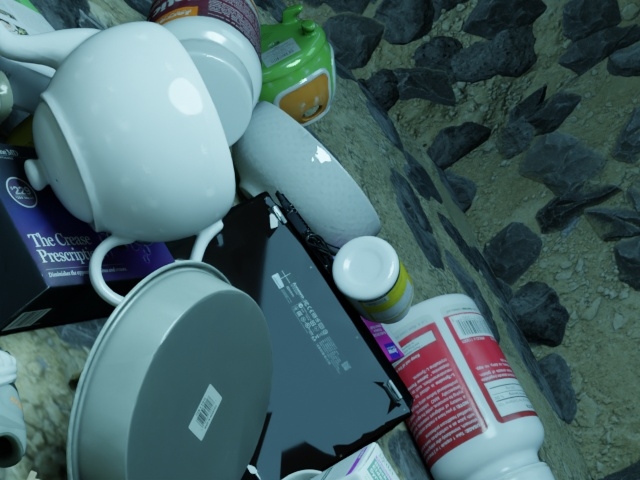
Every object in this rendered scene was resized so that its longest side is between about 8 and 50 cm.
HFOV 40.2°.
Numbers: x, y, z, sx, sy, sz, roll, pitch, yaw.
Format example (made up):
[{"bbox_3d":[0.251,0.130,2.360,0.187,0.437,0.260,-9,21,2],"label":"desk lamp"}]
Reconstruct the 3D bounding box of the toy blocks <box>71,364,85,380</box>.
[{"bbox_3d":[-0.199,0.193,0.976,0.148,0.054,0.123,57,17,6],"label":"toy blocks"}]

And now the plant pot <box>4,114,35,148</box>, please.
[{"bbox_3d":[-0.351,-0.115,1.107,0.081,0.081,0.083,48,25,-21],"label":"plant pot"}]

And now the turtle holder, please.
[{"bbox_3d":[-0.096,-0.402,2.092,0.320,0.243,0.227,17,-35,47],"label":"turtle holder"}]

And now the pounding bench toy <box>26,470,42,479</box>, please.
[{"bbox_3d":[-0.244,0.255,0.762,0.065,0.083,0.052,19,23,-7],"label":"pounding bench toy"}]

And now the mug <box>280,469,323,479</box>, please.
[{"bbox_3d":[0.000,0.384,1.083,0.113,0.150,0.169,34,-14,45],"label":"mug"}]

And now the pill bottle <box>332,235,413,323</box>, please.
[{"bbox_3d":[0.089,0.070,1.369,0.103,0.103,0.184,64,5,26],"label":"pill bottle"}]

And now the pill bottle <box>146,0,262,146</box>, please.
[{"bbox_3d":[-0.218,-0.326,1.586,0.224,0.224,0.392,45,20,-28],"label":"pill bottle"}]

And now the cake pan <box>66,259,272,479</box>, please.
[{"bbox_3d":[-0.135,0.168,0.886,0.293,0.054,0.293,-33,128,-56],"label":"cake pan"}]

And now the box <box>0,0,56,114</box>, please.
[{"bbox_3d":[-0.412,-0.260,1.072,0.232,0.058,0.322,20,23,-52],"label":"box"}]

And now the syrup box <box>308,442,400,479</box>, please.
[{"bbox_3d":[-0.019,0.317,0.913,0.093,0.237,0.096,57,18,3],"label":"syrup box"}]

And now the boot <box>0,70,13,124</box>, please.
[{"bbox_3d":[-0.432,-0.114,0.858,0.208,0.190,0.076,-19,77,-44],"label":"boot"}]

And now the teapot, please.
[{"bbox_3d":[-0.216,-0.093,0.926,0.256,0.187,0.252,47,-26,42],"label":"teapot"}]

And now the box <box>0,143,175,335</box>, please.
[{"bbox_3d":[-0.301,-0.006,1.002,0.184,0.103,0.261,56,18,11],"label":"box"}]

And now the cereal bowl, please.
[{"bbox_3d":[-0.050,-0.093,1.643,0.339,0.141,0.339,47,-7,8],"label":"cereal bowl"}]

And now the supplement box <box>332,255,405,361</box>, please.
[{"bbox_3d":[0.040,0.146,1.577,0.220,0.114,0.111,61,19,12],"label":"supplement box"}]

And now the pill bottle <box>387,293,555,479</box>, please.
[{"bbox_3d":[0.279,0.325,1.675,0.229,0.229,0.407,26,33,-56],"label":"pill bottle"}]

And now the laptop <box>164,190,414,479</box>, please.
[{"bbox_3d":[-0.057,0.150,1.302,0.408,0.236,0.382,-29,80,-31],"label":"laptop"}]

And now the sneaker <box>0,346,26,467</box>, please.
[{"bbox_3d":[-0.323,0.148,0.673,0.108,0.100,0.271,65,19,12],"label":"sneaker"}]

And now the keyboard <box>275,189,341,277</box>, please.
[{"bbox_3d":[0.000,0.000,1.353,0.192,0.038,0.100,53,5,-41],"label":"keyboard"}]
